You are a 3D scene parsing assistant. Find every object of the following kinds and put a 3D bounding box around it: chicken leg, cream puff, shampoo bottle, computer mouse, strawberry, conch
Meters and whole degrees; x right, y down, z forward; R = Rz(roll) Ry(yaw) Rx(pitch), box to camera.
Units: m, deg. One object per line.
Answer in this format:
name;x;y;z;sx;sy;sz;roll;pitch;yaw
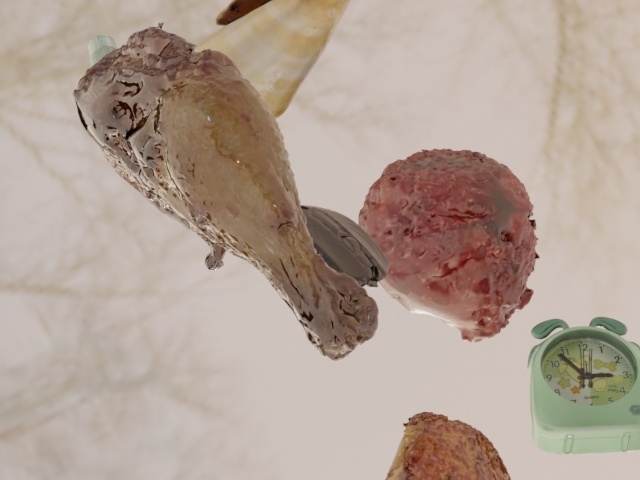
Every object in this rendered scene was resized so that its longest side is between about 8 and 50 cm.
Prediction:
chicken leg;-0.074;-0.039;1.294;0.322;0.083;0.177;30;-36;55
cream puff;0.126;0.312;2.147;0.164;0.240;0.240;27;-28;2
shampoo bottle;-0.236;-0.172;2.221;0.190;0.041;0.069;-111;-176;-52
computer mouse;0.000;0.000;2.013;0.172;0.099;0.057;25;-64;37
strawberry;0.184;-0.010;2.526;0.220;0.274;0.274;-40;-104;37
conch;-0.045;-0.223;2.279;0.255;0.158;0.127;-26;-62;28

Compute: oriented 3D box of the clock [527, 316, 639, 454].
clock;0.323;0.169;2.358;0.060;0.148;0.188;88;1;-48
